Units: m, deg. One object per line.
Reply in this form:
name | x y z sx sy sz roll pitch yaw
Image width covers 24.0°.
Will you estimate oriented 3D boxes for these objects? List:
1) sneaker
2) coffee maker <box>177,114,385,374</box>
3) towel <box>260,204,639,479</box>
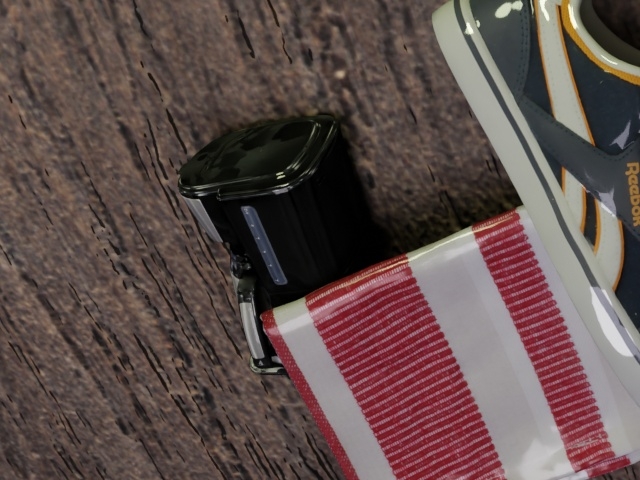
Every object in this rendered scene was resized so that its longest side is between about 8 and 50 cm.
sneaker | 0.198 -0.034 0.960 0.127 0.126 0.321 -28 91 18
coffee maker | 0.000 0.000 1.132 0.171 0.120 0.178 -17 121 6
towel | 0.152 0.088 1.099 0.329 0.037 0.237 -22 117 9
